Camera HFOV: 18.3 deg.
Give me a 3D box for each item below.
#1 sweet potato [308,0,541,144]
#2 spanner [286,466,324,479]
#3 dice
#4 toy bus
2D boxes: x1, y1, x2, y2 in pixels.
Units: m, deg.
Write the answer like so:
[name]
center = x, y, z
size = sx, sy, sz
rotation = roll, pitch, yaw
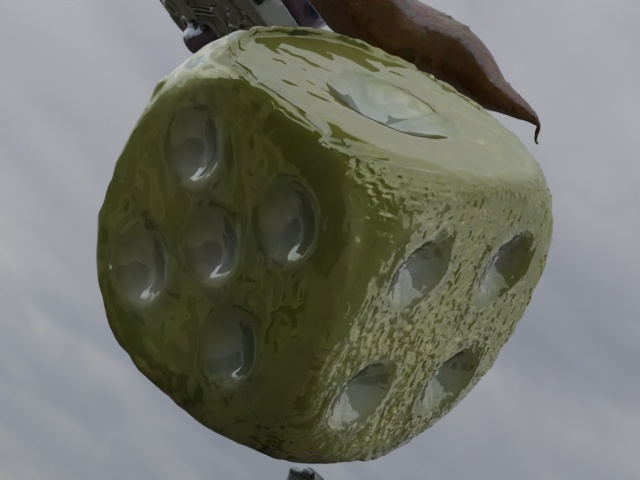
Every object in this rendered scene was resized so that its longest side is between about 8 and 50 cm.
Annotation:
[sweet potato]
center = 0.049, -0.117, 1.133
size = 0.195, 0.056, 0.056
rotation = 35, -12, -1
[spanner]
center = -0.057, 0.270, 1.114
size = 0.026, 0.325, 0.093
rotation = 40, -35, -29
[dice]
center = 0.000, 0.000, 1.023
size = 0.166, 0.169, 0.169
rotation = -2, 35, -49
[toy bus]
center = -0.058, -0.229, 1.522
size = 0.142, 0.142, 0.202
rotation = 56, -16, -25
